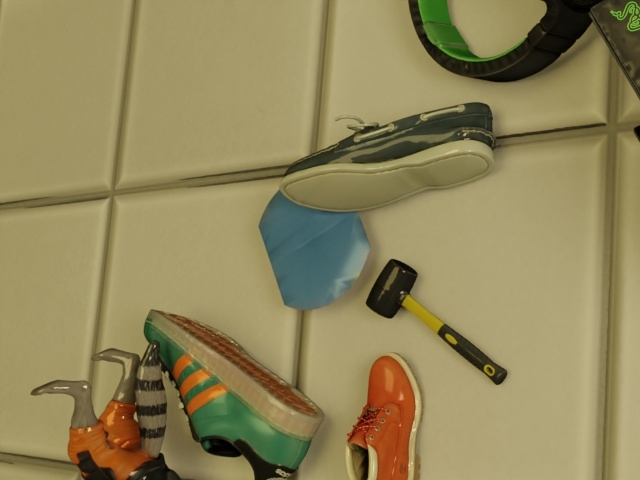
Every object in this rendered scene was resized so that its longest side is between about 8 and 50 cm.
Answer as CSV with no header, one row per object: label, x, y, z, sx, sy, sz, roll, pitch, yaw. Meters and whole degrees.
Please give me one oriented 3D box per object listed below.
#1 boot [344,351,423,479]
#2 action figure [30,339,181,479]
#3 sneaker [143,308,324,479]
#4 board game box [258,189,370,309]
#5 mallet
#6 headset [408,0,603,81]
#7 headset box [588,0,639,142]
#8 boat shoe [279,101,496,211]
boot,0.063,0.193,1.145,0.059,0.084,0.158,-16,68,41
action figure,-0.217,0.301,1.260,0.178,0.341,0.330,-21,93,-2
sneaker,-0.131,0.186,1.305,0.302,0.108,0.121,32,98,41
board game box,0.000,0.000,1.285,0.133,0.033,0.168,-33,62,25
mallet,0.119,0.098,1.152,0.189,0.039,0.062,48,111,34
headset,0.205,-0.338,1.073,0.394,0.185,0.243,-52,50,35
headset box,0.386,-0.139,0.853,0.283,0.131,0.246,-32,66,23
boat shoe,0.070,-0.095,1.194,0.254,0.095,0.079,-14,59,32
